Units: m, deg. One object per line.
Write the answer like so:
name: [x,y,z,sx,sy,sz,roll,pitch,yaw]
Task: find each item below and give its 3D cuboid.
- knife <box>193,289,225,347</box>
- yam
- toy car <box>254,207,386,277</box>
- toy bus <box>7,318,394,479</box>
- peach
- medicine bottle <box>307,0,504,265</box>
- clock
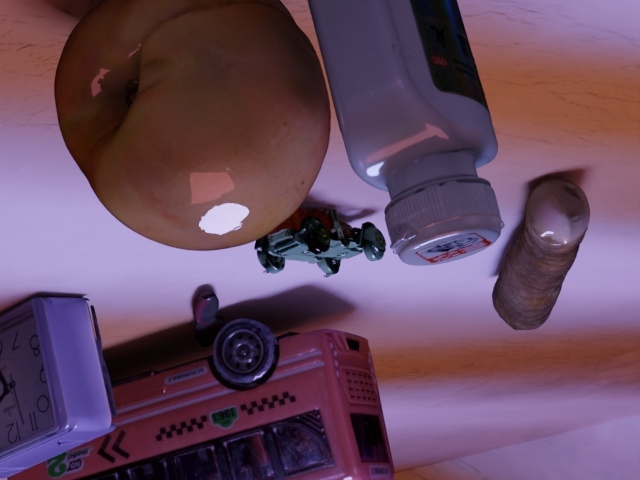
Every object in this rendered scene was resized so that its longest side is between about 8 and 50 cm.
knife: [-0.124,0.089,1.836,0.035,0.018,0.247,-15,166,-7]
yam: [0.238,0.021,1.798,0.081,0.081,0.356,-13,163,-3]
toy car: [0.000,0.000,1.581,0.073,0.054,0.143,-23,165,31]
toy bus: [-0.141,0.241,1.907,0.427,0.233,0.203,-18,167,15]
peach: [-0.077,-0.082,1.048,0.184,0.184,0.184,-13,163,-4]
medicine bottle: [0.049,-0.101,0.988,0.083,0.228,0.121,-20,162,22]
clock: [-0.305,0.153,1.667,0.193,0.144,0.073,-26,159,34]
